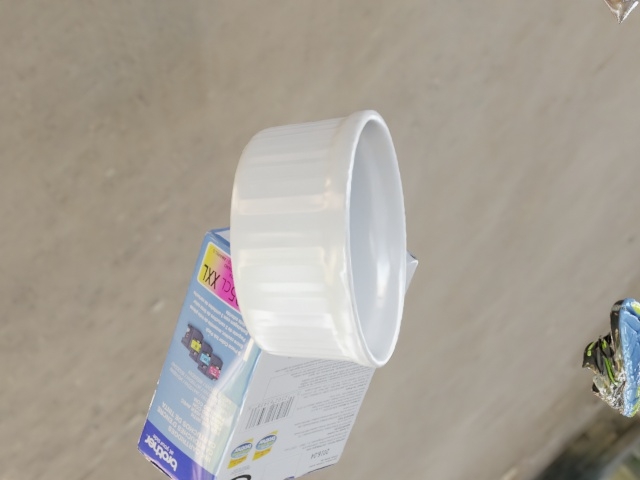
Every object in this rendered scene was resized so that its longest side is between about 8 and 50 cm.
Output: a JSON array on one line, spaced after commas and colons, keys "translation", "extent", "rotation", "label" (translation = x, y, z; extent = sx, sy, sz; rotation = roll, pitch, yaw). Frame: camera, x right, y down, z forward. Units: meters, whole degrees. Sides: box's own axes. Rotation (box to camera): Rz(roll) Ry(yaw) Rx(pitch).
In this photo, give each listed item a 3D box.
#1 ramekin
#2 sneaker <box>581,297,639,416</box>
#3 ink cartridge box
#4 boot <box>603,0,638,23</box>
[{"translation": [0.000, 0.000, 1.777], "extent": [0.135, 0.277, 0.277], "rotation": [-2, 175, 16], "label": "ramekin"}, {"translation": [0.331, 0.132, 1.843], "extent": [0.067, 0.078, 0.188], "rotation": [-55, 155, -29], "label": "sneaker"}, {"translation": [-0.067, 0.173, 2.122], "extent": [0.270, 0.151, 0.395], "rotation": [-10, 126, -48], "label": "ink cartridge box"}, {"translation": [0.256, -0.258, 1.528], "extent": [0.037, 0.114, 0.106], "rotation": [-31, 172, 18], "label": "boot"}]
